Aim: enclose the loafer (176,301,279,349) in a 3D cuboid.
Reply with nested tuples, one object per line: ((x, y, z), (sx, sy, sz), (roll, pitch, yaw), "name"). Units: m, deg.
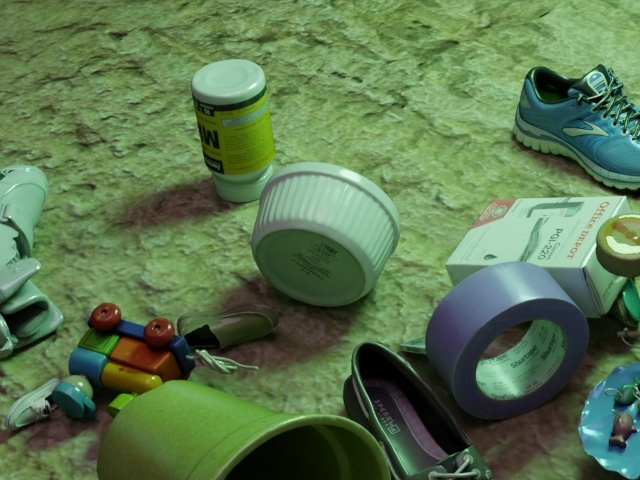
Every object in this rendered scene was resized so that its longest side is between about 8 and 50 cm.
((-0.129, 0.124, 1.620), (0.148, 0.056, 0.050), (-11, 37, 13), "loafer")

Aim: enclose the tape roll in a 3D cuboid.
((0.230, 0.124, 1.443), (0.189, 0.189, 0.080), (-18, 38, -12), "tape roll")

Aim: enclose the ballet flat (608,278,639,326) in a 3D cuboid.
((0.405, 0.053, 1.619), (0.067, 0.073, 0.206), (-22, 27, 28), "ballet flat")

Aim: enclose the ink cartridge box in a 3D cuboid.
((0.304, 0.020, 1.587), (0.217, 0.092, 0.158), (2, 40, 40), "ink cartridge box")

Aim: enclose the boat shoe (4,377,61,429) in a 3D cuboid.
((-0.372, 0.221, 1.553), (0.035, 0.035, 0.100), (20, 39, 35), "boat shoe")

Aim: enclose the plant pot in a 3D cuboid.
((-0.107, 0.275, 1.280), (0.276, 0.276, 0.254), (-32, 33, -28), "plant pot")

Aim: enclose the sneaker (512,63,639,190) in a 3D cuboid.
((0.444, -0.187, 1.840), (0.330, 0.147, 0.130), (26, 49, 35), "sneaker")

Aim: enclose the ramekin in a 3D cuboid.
((0.000, 0.000, 1.639), (0.207, 0.207, 0.109), (7, 49, 18), "ramekin")

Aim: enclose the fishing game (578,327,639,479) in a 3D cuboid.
((0.382, 0.192, 1.331), (0.189, 0.041, 0.264), (-1, 43, 39), "fishing game")

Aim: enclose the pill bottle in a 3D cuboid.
((-0.135, -0.172, 1.870), (0.119, 0.209, 0.119), (-5, 37, 4), "pill bottle")

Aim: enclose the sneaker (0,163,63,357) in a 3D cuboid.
((-0.457, 0.034, 1.729), (0.210, 0.137, 0.366), (10, 46, 21), "sneaker")

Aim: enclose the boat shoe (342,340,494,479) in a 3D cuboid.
((0.118, 0.245, 1.383), (0.112, 0.096, 0.335), (-21, 40, -17), "boat shoe")

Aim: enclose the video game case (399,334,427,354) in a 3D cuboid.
((0.160, 0.130, 1.535), (0.087, 0.011, 0.122), (-18, 1, -12), "video game case")

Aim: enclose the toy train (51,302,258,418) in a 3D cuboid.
((-0.221, 0.185, 1.526), (0.248, 0.105, 0.143), (14, 53, 25), "toy train")

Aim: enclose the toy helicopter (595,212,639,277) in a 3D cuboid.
((0.499, 0.040, 1.378), (0.355, 0.140, 0.235), (8, 55, 22), "toy helicopter")
